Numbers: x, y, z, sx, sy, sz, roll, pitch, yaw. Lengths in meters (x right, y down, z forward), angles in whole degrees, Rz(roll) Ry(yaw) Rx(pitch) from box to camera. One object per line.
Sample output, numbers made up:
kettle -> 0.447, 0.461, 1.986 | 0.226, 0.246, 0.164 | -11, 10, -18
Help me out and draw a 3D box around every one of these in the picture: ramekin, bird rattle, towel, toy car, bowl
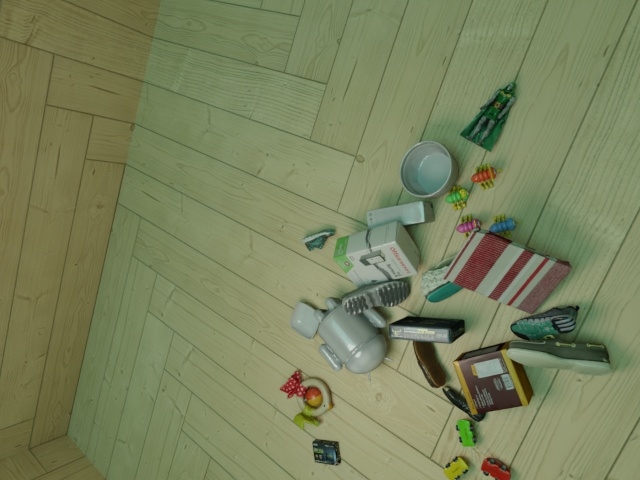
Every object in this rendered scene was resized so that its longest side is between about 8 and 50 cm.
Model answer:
ramekin -> 0.406, -0.252, 1.633 | 0.207, 0.109, 0.207 | -5, 82, 39
bird rattle -> -0.049, 0.700, 1.990 | 0.207, 0.143, 0.253 | -28, 64, 18
towel -> 0.604, 0.103, 1.459 | 0.329, 0.037, 0.237 | 22, 128, 2
toy car -> 0.554, 0.762, 1.624 | 0.239, 0.053, 0.225 | -16, 83, 31
bowl -> -0.058, 0.357, 1.994 | 0.142, 0.053, 0.142 | 30, 107, 29

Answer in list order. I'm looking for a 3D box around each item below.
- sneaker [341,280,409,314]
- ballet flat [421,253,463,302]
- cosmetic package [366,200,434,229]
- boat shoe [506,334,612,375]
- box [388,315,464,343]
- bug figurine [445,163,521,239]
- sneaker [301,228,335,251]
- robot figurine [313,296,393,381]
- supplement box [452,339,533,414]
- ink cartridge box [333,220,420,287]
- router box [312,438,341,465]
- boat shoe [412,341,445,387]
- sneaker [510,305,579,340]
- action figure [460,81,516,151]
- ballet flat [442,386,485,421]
sneaker -> 0.211, 0.203, 1.742 | 0.281, 0.115, 0.105 | -10, 110, -9
ballet flat -> 0.529, 0.089, 1.578 | 0.409, 0.147, 0.147 | -29, 77, 29
cosmetic package -> 0.308, -0.092, 1.712 | 0.231, 0.117, 0.085 | -8, 88, 33
boat shoe -> 0.753, 0.357, 1.417 | 0.305, 0.109, 0.091 | 7, 59, 11
box -> 0.392, 0.326, 1.634 | 0.232, 0.183, 0.059 | -3, 90, 33
bug figurine -> 0.565, -0.123, 1.574 | 0.216, 0.072, 0.279 | -23, 80, 31
sneaker -> 0.000, 0.000, 1.950 | 0.166, 0.065, 0.076 | -19, 98, 34
robot figurine -> 0.129, 0.387, 1.791 | 0.300, 0.200, 0.353 | -47, 67, 13
supplement box -> 0.597, 0.475, 1.541 | 0.194, 0.129, 0.191 | -25, 79, 30
ink cartridge box -> 0.218, 0.058, 1.717 | 0.273, 0.198, 0.115 | -17, 40, 32
router box -> 0.027, 0.939, 1.970 | 0.122, 0.038, 0.092 | -10, 86, 32
boat shoe -> 0.403, 0.464, 1.699 | 0.073, 0.073, 0.207 | 120, 133, -65
sneaker -> 0.750, 0.272, 1.482 | 0.223, 0.098, 0.083 | -25, 99, 52
action figure -> 0.603, -0.444, 1.548 | 0.137, 0.063, 0.232 | 40, 108, 28
ballet flat -> 0.528, 0.601, 1.646 | 0.173, 0.057, 0.049 | 36, 69, 25
